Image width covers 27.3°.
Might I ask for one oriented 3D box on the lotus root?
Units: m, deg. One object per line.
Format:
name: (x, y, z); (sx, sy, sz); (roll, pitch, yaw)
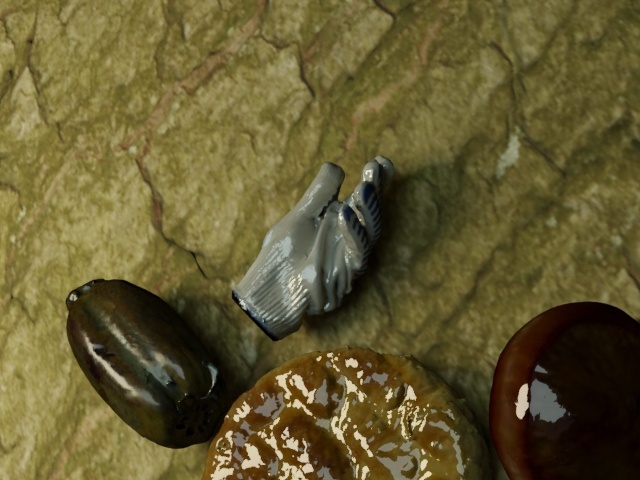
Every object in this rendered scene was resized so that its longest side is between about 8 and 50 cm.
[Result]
lotus root: (-0.194, 0.134, 1.456); (0.124, 0.123, 0.241); (-36, 51, -14)

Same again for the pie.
pie: (0.017, 0.262, 1.308); (0.339, 0.083, 0.340); (-9, 72, 30)

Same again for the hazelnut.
hazelnut: (0.227, 0.160, 1.161); (0.178, 0.178, 0.204); (-21, 95, 25)

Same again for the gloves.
gloves: (0.000, 0.003, 1.391); (0.119, 0.097, 0.229); (44, 102, 24)
